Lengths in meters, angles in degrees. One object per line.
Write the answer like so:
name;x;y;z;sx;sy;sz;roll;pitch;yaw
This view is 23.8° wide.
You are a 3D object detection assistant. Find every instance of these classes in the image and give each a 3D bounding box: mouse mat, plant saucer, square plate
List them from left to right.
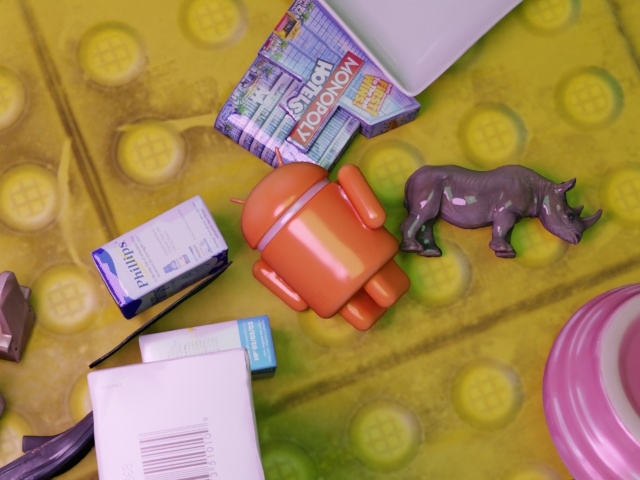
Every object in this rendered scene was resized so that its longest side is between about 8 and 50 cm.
mouse mat;-0.177;0.084;1.669;0.189;0.152;0.007;-37;90;-9
square plate;0.106;-0.386;1.818;0.347;0.049;0.344;-41;84;-18
plant saucer;0.411;0.173;1.654;0.332;0.084;0.332;6;53;-7

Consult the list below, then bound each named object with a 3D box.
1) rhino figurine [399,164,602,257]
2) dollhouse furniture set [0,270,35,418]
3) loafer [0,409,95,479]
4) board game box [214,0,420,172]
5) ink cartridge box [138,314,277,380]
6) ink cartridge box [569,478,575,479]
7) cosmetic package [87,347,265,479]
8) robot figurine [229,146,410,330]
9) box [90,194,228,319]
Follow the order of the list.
rhino figurine;0.209;-0.036;1.757;0.243;0.073;0.106;0;81;-5
dollhouse furniture set;-0.526;0.131;1.608;0.355;0.174;0.303;13;63;7
loafer;-0.309;0.238;1.677;0.170;0.062;0.061;-40;78;-11
board game box;0.008;-0.163;1.778;0.194;0.060;0.194;33;78;5
ink cartridge box;-0.143;0.132;1.684;0.181;0.104;0.061;-9;79;-6
ink cartridge box;0.293;0.385;1.658;0.172;0.100;0.237;-19;80;-8
cosmetic package;-0.132;0.241;1.521;0.156;0.385;0.217;-9;81;-4
robot figurine;0.001;-0.001;1.707;0.219;0.158;0.128;44;66;4
box;-0.177;0.021;1.695;0.137;0.126;0.072;-28;83;-8
